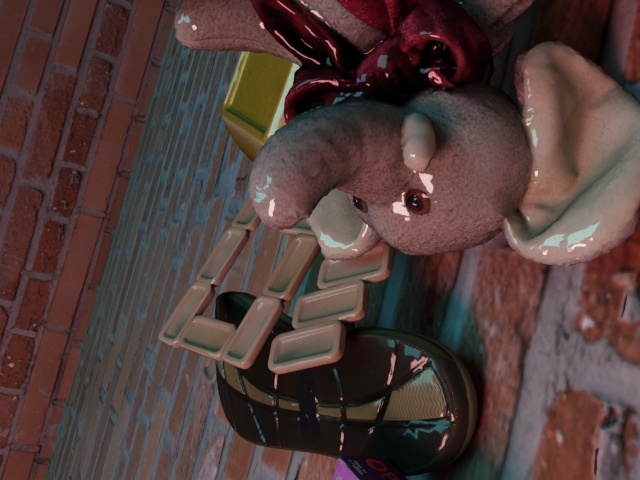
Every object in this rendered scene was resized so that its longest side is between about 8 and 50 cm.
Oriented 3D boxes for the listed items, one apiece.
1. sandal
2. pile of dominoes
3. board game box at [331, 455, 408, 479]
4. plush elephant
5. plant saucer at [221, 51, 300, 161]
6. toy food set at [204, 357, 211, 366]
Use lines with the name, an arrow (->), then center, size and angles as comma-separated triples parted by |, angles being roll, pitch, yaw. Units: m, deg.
sandal -> 0.005, 0.109, 0.538 | 0.302, 0.086, 0.120 | 7, 98, 48
pile of dominoes -> 0.000, 0.000, 0.545 | 0.195, 0.040, 0.251 | 8, 60, 46
board game box -> 0.019, 0.326, 0.365 | 0.208, 0.056, 0.347 | 31, 103, 48
plush elephant -> 0.033, -0.101, 0.387 | 0.271, 0.329, 0.256 | -15, 78, 48
plant saucer -> -0.024, -0.233, 0.804 | 0.333, 0.080, 0.333 | -69, 25, 10
toy food set -> -0.100, 0.132, 0.816 | 0.122, 0.019, 0.078 | -6, 70, 56
